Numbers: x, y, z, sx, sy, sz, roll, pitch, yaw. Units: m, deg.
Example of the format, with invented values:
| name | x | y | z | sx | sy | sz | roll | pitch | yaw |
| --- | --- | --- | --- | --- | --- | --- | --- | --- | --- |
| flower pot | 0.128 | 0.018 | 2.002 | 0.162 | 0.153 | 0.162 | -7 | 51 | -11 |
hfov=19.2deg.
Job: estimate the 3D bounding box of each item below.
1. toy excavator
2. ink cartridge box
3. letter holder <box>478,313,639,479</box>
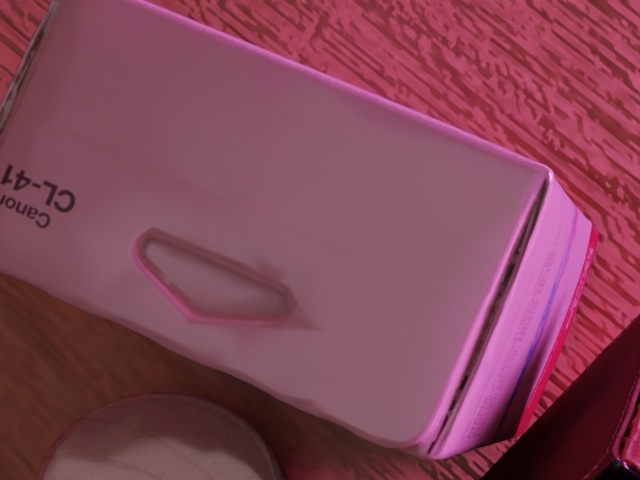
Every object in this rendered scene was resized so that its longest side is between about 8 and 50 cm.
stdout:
| name | x | y | z | sx | sy | sz | roll | pitch | yaw |
| --- | --- | --- | --- | --- | --- | --- | --- | --- | --- |
| toy excavator | -0.164 | 0.344 | 0.944 | 0.445 | 0.222 | 0.433 | -23 | 73 | -3 |
| ink cartridge box | 0.000 | 0.000 | 0.880 | 0.226 | 0.306 | 0.131 | 23 | 89 | 12 |
| letter holder | 0.113 | 0.192 | 0.866 | 0.152 | 0.214 | 0.302 | 39 | 117 | -1 |
